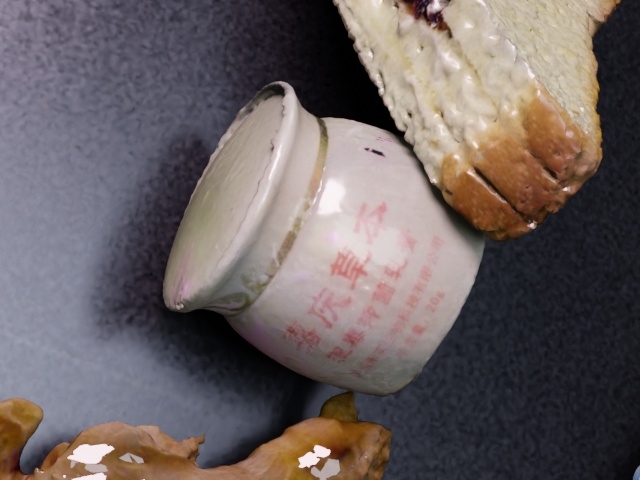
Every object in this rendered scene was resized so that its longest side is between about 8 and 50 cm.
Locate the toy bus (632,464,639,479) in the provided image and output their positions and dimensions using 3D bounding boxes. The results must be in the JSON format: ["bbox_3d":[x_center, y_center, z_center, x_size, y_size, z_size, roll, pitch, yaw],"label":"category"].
[{"bbox_3d":[0.375,0.114,1.081,0.312,0.190,0.152,-41,99,-27],"label":"toy bus"}]

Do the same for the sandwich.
[{"bbox_3d":[0.064,-0.161,0.962,0.254,0.100,0.288,47,29,-17],"label":"sandwich"}]

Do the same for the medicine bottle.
[{"bbox_3d":[0.000,0.000,0.942,0.143,0.147,0.147,26,70,-19],"label":"medicine bottle"}]

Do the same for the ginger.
[{"bbox_3d":[-0.107,0.161,0.901,0.333,0.080,0.166,-6,68,-21],"label":"ginger"}]
